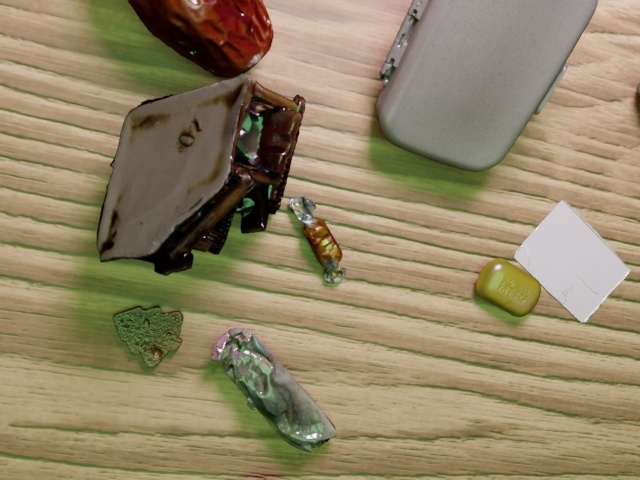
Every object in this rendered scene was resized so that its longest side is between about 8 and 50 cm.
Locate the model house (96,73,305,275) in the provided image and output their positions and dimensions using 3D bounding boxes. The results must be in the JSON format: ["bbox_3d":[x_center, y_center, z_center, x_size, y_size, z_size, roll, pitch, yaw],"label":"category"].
[{"bbox_3d":[-0.143,-0.083,1.011,0.282,0.297,0.317,9,94,-57],"label":"model house"}]

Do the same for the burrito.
[{"bbox_3d":[-0.085,0.285,1.173,0.096,0.066,0.309,-41,107,-5],"label":"burrito"}]

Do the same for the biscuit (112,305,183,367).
[{"bbox_3d":[-0.310,0.161,1.130,0.130,0.019,0.119,31,93,-15],"label":"biscuit"}]

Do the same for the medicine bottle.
[{"bbox_3d":[0.263,-0.301,1.045,0.282,0.123,0.375,16,123,-15],"label":"medicine bottle"}]

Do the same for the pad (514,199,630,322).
[{"bbox_3d":[0.514,0.045,1.281,0.232,0.004,0.156,41,90,-15],"label":"pad"}]

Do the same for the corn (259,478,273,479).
[{"bbox_3d":[-0.192,0.540,1.185,0.293,0.106,0.106,-23,103,-4],"label":"corn"}]

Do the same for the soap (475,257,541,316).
[{"bbox_3d":[0.372,0.094,1.241,0.140,0.045,0.089,29,97,-14],"label":"soap"}]

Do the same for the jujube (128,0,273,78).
[{"bbox_3d":[-0.194,-0.393,0.976,0.197,0.197,0.290,-41,120,-2],"label":"jujube"}]

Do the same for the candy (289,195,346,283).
[{"bbox_3d":[0.000,0.000,1.150,0.053,0.046,0.182,-29,106,-3],"label":"candy"}]

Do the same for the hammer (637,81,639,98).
[{"bbox_3d":[0.782,-0.320,1.224,0.335,0.119,0.206,-42,107,-8],"label":"hammer"}]
